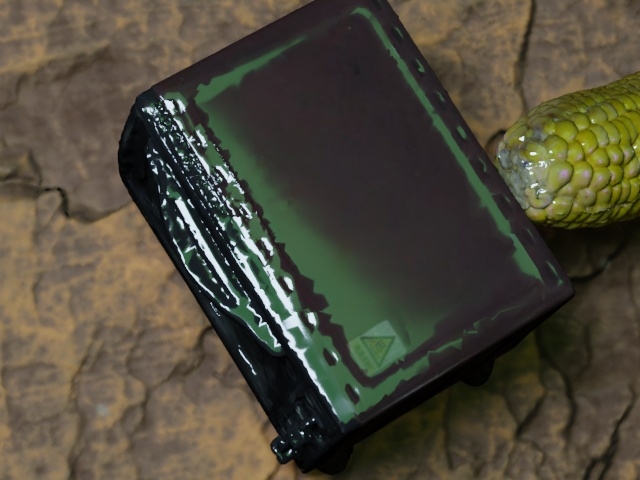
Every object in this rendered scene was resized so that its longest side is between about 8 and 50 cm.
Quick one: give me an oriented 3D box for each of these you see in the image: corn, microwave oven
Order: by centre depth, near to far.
[{"bbox_3d":[0.001,-0.001,1.219,0.188,0.178,0.247,-31,82,-13],"label":"microwave oven"},{"bbox_3d":[0.217,-0.071,1.268,0.291,0.101,0.101,-18,76,-43],"label":"corn"}]
